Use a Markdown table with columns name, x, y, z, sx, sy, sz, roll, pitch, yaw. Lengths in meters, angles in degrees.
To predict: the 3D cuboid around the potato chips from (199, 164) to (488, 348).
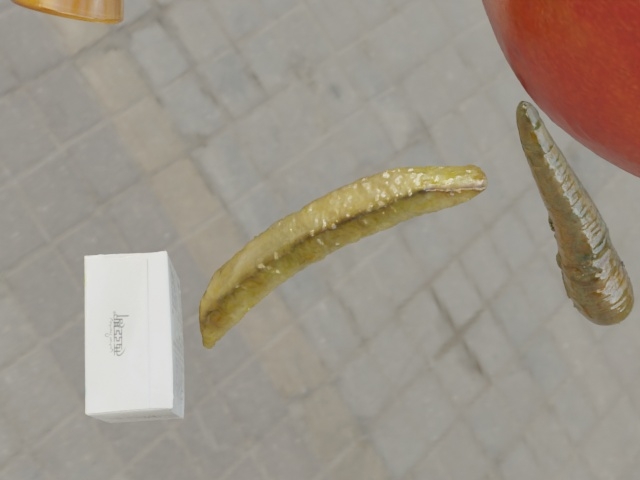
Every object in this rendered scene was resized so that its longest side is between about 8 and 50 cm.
| name | x | y | z | sx | sy | sz | roll | pitch | yaw |
| --- | --- | --- | --- | --- | --- | --- | --- | --- | --- |
| potato chips | 0.000 | 0.000 | 1.666 | 0.080 | 0.407 | 0.057 | 42 | 32 | -31 |

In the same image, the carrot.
| name | x | y | z | sx | sy | sz | roll | pitch | yaw |
| --- | --- | --- | --- | --- | --- | --- | --- | --- | --- |
| carrot | 0.175 | -0.016 | 1.055 | 0.254 | 0.049 | 0.049 | 58 | 36 | -47 |

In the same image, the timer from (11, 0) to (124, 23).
| name | x | y | z | sx | sy | sz | roll | pitch | yaw |
| --- | --- | --- | --- | --- | --- | --- | --- | --- | --- |
| timer | -0.276 | -0.333 | 1.707 | 0.132 | 0.132 | 0.152 | 1 | 106 | -43 |

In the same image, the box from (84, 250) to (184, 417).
| name | x | y | z | sx | sy | sz | roll | pitch | yaw |
| --- | --- | --- | --- | --- | --- | --- | --- | --- | --- |
| box | -0.245 | 0.135 | 2.002 | 0.116 | 0.274 | 0.203 | -3 | 82 | -2 |

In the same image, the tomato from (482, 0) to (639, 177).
| name | x | y | z | sx | sy | sz | roll | pitch | yaw |
| --- | --- | --- | --- | --- | --- | --- | --- | --- | --- |
| tomato | 0.177 | -0.167 | 0.651 | 0.298 | 0.226 | 0.299 | 1 | 90 | -75 |
